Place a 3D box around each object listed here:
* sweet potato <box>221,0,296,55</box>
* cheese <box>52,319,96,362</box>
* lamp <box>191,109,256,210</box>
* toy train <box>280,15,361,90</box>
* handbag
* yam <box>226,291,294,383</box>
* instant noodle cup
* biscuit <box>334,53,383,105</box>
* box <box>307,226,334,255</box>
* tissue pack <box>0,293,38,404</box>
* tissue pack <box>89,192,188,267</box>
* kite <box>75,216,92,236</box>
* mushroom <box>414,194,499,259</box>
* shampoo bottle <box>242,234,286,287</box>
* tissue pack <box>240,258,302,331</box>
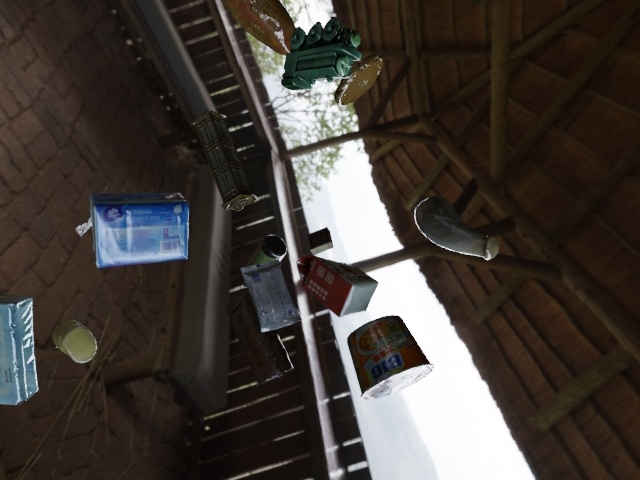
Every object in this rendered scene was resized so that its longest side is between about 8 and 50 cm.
[{"bbox_3d":[-0.178,-0.547,0.895,0.385,0.109,0.109,46,16,-31],"label":"sweet potato"},{"bbox_3d":[-0.807,0.328,1.402,0.167,0.094,0.123,3,-69,48],"label":"cheese"},{"bbox_3d":[-0.316,-0.261,1.405,0.090,0.089,0.325,0,67,-64],"label":"lamp"},{"bbox_3d":[0.000,-0.338,0.790,0.170,0.071,0.111,16,-82,45],"label":"toy train"},{"bbox_3d":[0.051,0.151,1.620,0.298,0.171,0.151,34,-68,38],"label":"handbag"},{"bbox_3d":[-0.193,0.301,1.322,0.280,0.131,0.131,60,-2,19],"label":"yam"},{"bbox_3d":[0.236,0.418,1.551,0.296,0.296,0.214,69,-3,-58],"label":"instant noodle cup"},{"bbox_3d":[0.131,-0.554,1.481,0.042,0.226,0.226,49,-1,7],"label":"biscuit"},{"bbox_3d":[0.000,0.000,1.470,0.035,0.079,0.083,59,13,-44],"label":"box"},{"bbox_3d":[-0.810,0.265,1.060,0.089,0.177,0.263,-83,176,-77],"label":"tissue pack"},{"bbox_3d":[-0.550,-0.039,1.311,0.146,0.263,0.198,36,-56,52],"label":"tissue pack"},{"bbox_3d":[-0.931,-0.070,1.716,0.011,0.157,0.139,38,21,-6],"label":"kite"},{"bbox_3d":[0.345,-0.027,1.136,0.270,0.118,0.103,-126,-160,-48],"label":"mushroom"},{"bbox_3d":[-0.232,0.100,1.670,0.284,0.101,0.101,-52,-138,39],"label":"shampoo bottle"},{"bbox_3d":[-0.139,0.152,1.210,0.026,0.122,0.193,-45,-117,56],"label":"tissue pack"}]
